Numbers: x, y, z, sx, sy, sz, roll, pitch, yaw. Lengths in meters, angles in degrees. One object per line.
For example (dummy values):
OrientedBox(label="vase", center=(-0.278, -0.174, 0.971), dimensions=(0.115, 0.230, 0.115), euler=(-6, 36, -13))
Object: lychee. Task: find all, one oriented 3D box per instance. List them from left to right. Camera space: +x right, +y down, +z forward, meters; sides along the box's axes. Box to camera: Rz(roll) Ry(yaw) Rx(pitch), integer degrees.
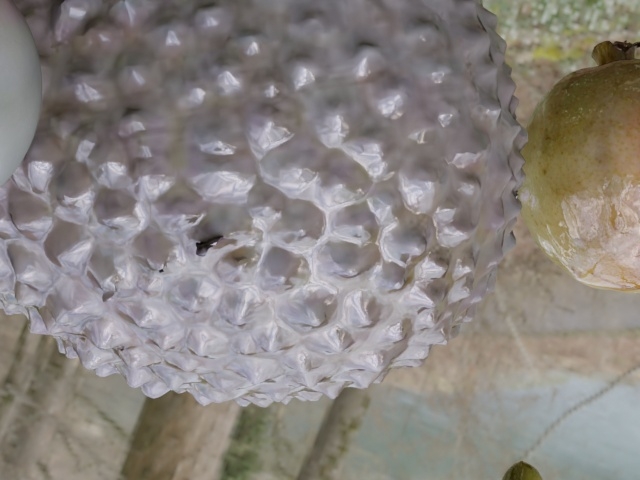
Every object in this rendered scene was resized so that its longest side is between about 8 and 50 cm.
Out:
OrientedBox(label="lychee", center=(-0.054, -0.072, 0.873), dimensions=(0.432, 0.380, 0.380), euler=(-6, 179, -26))

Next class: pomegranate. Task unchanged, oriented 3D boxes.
OrientedBox(label="pomegranate", center=(0.389, -0.096, 1.550), dimensions=(0.319, 0.319, 0.319), euler=(20, 167, 5))

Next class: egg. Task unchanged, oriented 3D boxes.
OrientedBox(label="egg", center=(-0.182, -0.069, 0.589), dimensions=(0.103, 0.103, 0.135), euler=(20, 138, 1))

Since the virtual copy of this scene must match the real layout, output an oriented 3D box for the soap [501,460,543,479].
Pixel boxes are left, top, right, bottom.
OrientedBox(label="soap", center=(0.180, 0.262, 1.140), dimensions=(0.045, 0.089, 0.140), euler=(-6, -156, 15))
